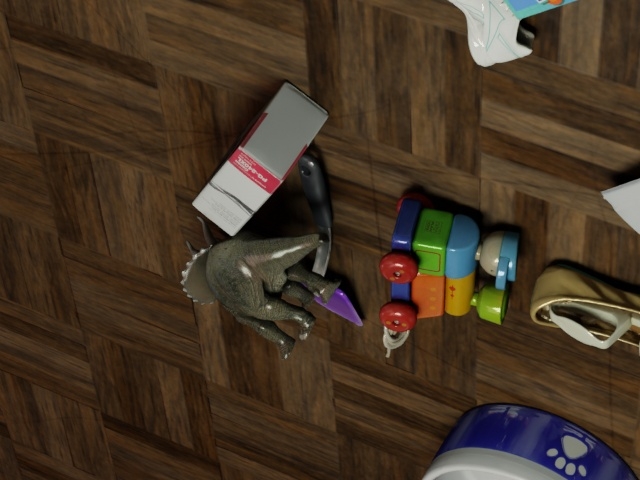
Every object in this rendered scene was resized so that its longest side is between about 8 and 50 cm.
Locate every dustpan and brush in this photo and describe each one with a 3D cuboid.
[{"bbox_3d":[0.391,-0.001,1.894,0.211,0.060,0.147,48,155,-10],"label":"dustpan and brush"}]

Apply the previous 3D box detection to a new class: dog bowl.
[{"bbox_3d":[0.257,0.321,2.358,0.265,0.104,0.265,22,145,16],"label":"dog bowl"}]

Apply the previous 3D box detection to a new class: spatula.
[{"bbox_3d":[0.000,0.000,2.234,0.084,0.030,0.296,27,146,26],"label":"spatula"}]

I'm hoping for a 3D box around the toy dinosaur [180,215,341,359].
[{"bbox_3d":[-0.074,0.045,2.201,0.160,0.121,0.313,28,168,-8],"label":"toy dinosaur"}]

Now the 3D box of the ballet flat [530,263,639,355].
[{"bbox_3d":[0.328,0.093,2.038,0.232,0.073,0.080,17,144,23],"label":"ballet flat"}]

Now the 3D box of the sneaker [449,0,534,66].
[{"bbox_3d":[0.155,-0.226,1.808,0.061,0.054,0.152,-3,139,30],"label":"sneaker"}]

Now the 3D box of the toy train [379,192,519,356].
[{"bbox_3d":[0.144,0.063,2.145,0.143,0.105,0.248,10,142,10],"label":"toy train"}]

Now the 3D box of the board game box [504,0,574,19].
[{"bbox_3d":[0.210,-0.287,1.681,0.210,0.047,0.160,-14,125,49],"label":"board game box"}]

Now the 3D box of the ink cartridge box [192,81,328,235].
[{"bbox_3d":[-0.067,-0.087,2.110,0.063,0.109,0.150,37,146,-6],"label":"ink cartridge box"}]
